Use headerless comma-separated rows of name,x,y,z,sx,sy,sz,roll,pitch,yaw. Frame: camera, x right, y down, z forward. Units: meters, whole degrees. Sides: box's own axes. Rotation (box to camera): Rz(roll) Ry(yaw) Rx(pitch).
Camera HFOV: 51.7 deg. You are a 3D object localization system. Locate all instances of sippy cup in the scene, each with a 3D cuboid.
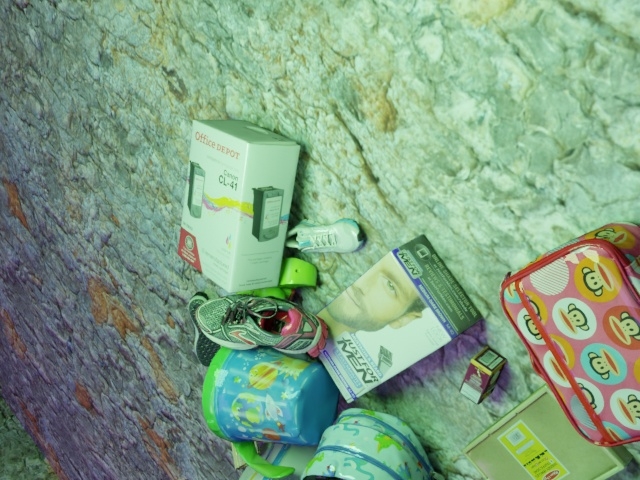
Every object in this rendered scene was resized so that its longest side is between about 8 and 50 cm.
sippy cup,-0.089,0.326,1.393,0.224,0.240,0.306,3,129,35

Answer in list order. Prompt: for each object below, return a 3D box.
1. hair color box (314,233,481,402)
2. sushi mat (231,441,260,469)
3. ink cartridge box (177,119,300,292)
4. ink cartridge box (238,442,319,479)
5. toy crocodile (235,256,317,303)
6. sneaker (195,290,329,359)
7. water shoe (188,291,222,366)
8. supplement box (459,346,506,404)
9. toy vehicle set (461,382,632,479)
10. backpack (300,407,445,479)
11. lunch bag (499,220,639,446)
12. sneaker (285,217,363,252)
hair color box,0.119,0.157,1.251,0.185,0.110,0.339,56,136,11
sushi mat,-0.218,0.413,1.686,0.151,0.019,0.317,-50,47,44
ink cartridge box,-0.175,-0.076,1.356,0.226,0.131,0.306,28,116,45
ink cartridge box,-0.068,0.571,1.563,0.171,0.168,0.232,43,137,-6
toy crocodile,-0.122,0.134,1.493,0.340,0.105,0.115,-48,33,45
sneaker,-0.129,0.151,1.303,0.299,0.121,0.112,2,155,32
water shoe,-0.296,0.232,1.743,0.072,0.080,0.203,-6,108,1
supplement box,0.283,0.237,1.158,0.043,0.055,0.083,34,131,30
toy vehicle set,0.376,0.368,1.140,0.166,0.035,0.267,49,136,17
backpack,0.106,0.510,1.323,0.290,0.273,0.355,2,145,39
lunch bag,0.401,0.142,0.954,0.293,0.120,0.258,60,142,7
sneaker,0.000,0.000,1.314,0.190,0.083,0.072,-1,106,44
